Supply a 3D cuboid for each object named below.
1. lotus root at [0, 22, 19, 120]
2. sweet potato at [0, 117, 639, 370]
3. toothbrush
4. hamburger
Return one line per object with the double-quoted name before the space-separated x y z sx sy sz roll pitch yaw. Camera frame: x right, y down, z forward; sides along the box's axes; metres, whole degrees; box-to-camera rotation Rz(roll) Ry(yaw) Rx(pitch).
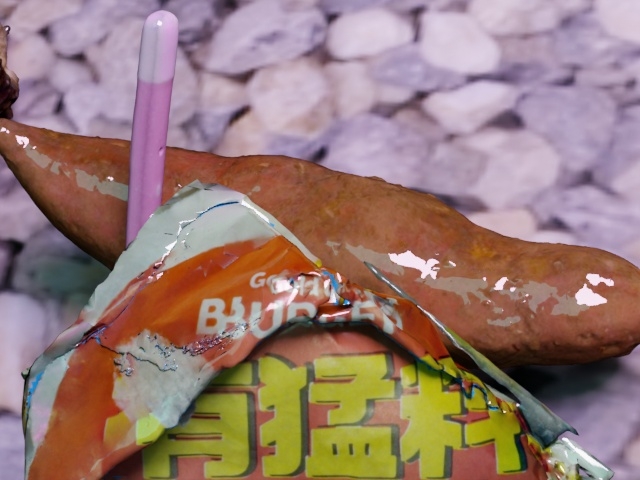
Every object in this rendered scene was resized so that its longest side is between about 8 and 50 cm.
"lotus root" -0.305 -0.036 0.852 0.314 0.141 0.169 -40 81 -9
"sweet potato" -0.001 0.005 0.762 0.354 0.106 0.095 15 69 15
"toothbrush" -0.092 0.021 0.740 0.025 0.020 0.286 20 120 23
"hamburger" -0.028 0.130 0.695 0.260 0.150 0.276 23 96 -16
